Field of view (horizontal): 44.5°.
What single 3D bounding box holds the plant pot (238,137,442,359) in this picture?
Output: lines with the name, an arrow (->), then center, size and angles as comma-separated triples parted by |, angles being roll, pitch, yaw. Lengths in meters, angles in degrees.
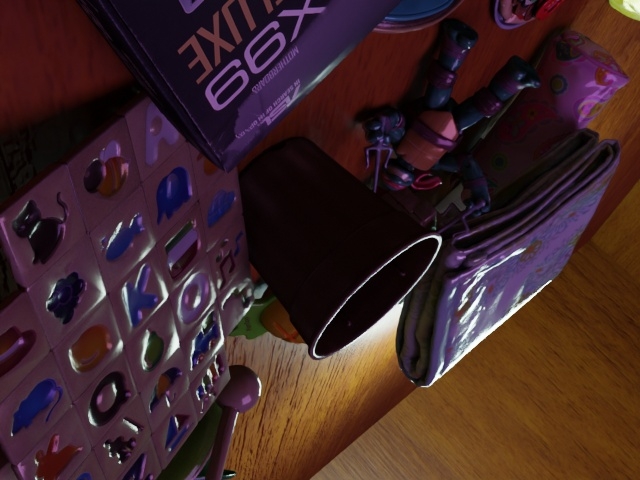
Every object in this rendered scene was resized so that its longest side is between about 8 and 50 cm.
plant pot -> 0.000, 0.000, 0.760 | 0.167, 0.165, 0.167 | -39, 160, -17

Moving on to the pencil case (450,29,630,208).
pencil case -> 0.309, -0.161, 1.130 | 0.124, 0.124, 0.284 | -19, 150, -52

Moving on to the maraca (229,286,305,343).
maraca -> -0.032, 0.085, 0.995 | 0.186, 0.099, 0.127 | -15, 147, -6

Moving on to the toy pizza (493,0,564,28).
toy pizza -> 0.267, -0.310, 0.850 | 0.201, 0.032, 0.201 | -38, 161, -16

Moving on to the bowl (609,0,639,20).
bowl -> 0.554, -0.396, 1.064 | 0.289, 0.156, 0.289 | -37, 160, -16

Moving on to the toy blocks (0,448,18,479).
toy blocks -> -0.273, 0.236, 0.692 | 0.261, 0.191, 0.381 | -51, 158, -55

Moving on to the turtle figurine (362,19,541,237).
turtle figurine -> 0.122, -0.114, 0.858 | 0.175, 0.118, 0.234 | 19, 123, -23

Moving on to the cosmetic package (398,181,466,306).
cosmetic package -> 0.197, 0.009, 1.312 | 0.231, 0.085, 0.117 | -43, 161, 2

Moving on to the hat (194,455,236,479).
hat -> -0.195, 0.235, 1.087 | 0.209, 0.183, 0.173 | -6, 167, 24

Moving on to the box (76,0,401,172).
box -> 0.000, -0.207, 0.431 | 0.307, 0.076, 0.242 | -46, 161, -7

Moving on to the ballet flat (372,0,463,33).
ballet flat -> 0.089, -0.216, 0.632 | 0.232, 0.080, 0.073 | -31, -173, -27

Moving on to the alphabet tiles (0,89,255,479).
alphabet tiles -> -0.137, 0.061, 0.602 | 0.285, 0.011, 0.342 | -53, 152, -40

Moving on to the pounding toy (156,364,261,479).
pounding toy -> -0.193, 0.203, 0.867 | 0.237, 0.110, 0.183 | -14, -140, 43

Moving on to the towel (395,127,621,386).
towel -> 0.258, 0.036, 1.119 | 0.321, 0.090, 0.374 | -32, 154, -20

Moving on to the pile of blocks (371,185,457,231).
pile of blocks -> 0.120, 0.001, 1.098 | 0.149, 0.112, 0.362 | -48, 155, 13
